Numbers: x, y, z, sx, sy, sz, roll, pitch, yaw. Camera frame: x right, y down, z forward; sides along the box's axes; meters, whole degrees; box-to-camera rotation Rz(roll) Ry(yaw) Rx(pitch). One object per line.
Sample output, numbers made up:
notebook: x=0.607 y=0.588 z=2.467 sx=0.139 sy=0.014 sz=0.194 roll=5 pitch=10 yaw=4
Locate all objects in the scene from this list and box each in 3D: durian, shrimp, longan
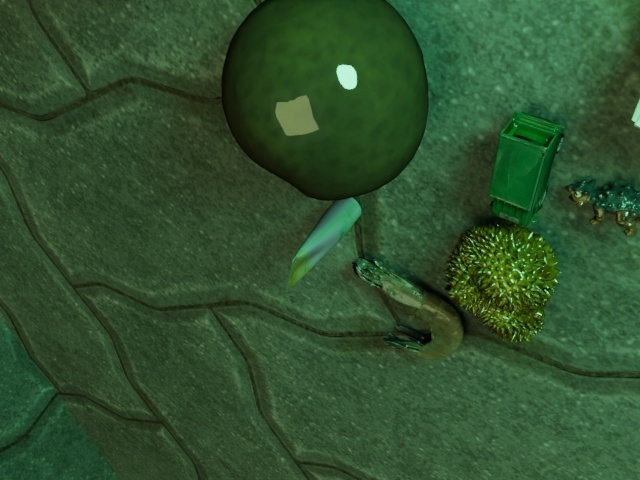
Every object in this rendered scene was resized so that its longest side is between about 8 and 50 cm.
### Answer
durian: x=0.248 y=0.050 z=1.087 sx=0.168 sy=0.137 sz=0.158 roll=43 pitch=125 yaw=19
shrimp: x=0.132 y=0.114 z=1.317 sx=0.219 sy=0.046 sz=0.152 roll=37 pitch=140 yaw=5
longan: x=0.007 y=-0.176 z=0.967 sx=0.258 sy=0.258 sz=0.258 roll=24 pitch=140 yaw=22

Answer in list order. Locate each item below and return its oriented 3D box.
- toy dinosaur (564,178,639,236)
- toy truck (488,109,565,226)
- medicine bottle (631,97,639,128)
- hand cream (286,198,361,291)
toy dinosaur: x=0.364 y=-0.041 z=0.955 sx=0.154 sy=0.049 sz=0.055 roll=18 pitch=134 yaw=35
toy truck: x=0.251 y=-0.085 z=0.985 sx=0.065 sy=0.079 sz=0.147 roll=24 pitch=142 yaw=21
medicine bottle: x=0.416 y=-0.151 z=0.737 sx=0.201 sy=0.052 sz=0.171 roll=26 pitch=110 yaw=22
hand cream: x=0.000 y=0.000 z=1.209 sx=0.047 sy=0.174 sz=0.076 roll=30 pitch=141 yaw=14
